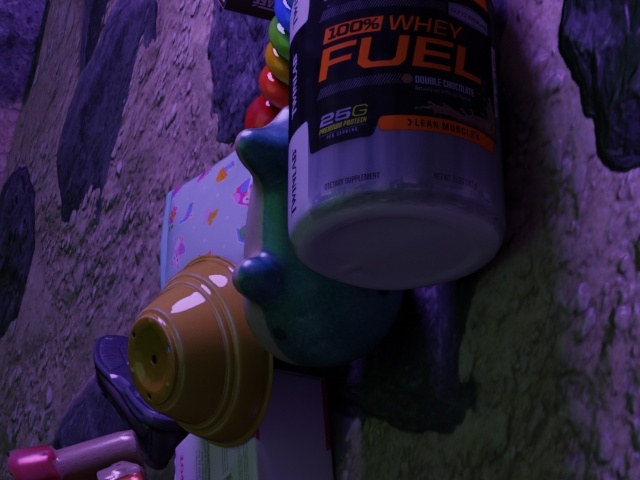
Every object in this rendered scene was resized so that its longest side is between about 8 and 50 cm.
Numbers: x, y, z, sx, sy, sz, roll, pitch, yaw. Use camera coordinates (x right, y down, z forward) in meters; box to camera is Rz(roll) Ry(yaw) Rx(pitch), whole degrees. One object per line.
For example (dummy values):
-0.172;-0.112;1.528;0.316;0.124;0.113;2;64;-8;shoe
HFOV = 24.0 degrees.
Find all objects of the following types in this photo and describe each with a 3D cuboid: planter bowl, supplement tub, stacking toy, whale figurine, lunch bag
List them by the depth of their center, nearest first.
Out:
0.072;-0.139;1.470;0.207;0.207;0.338;-41;43;54;supplement tub
0.000;0.000;1.554;0.141;0.216;0.272;2;113;40;whale figurine
-0.150;0.127;1.658;0.217;0.090;0.217;8;101;51;planter bowl
-0.083;0.037;1.765;0.223;0.160;0.262;-31;46;46;lunch bag
-0.009;-0.235;1.823;0.141;0.141;0.330;-107;29;-48;stacking toy

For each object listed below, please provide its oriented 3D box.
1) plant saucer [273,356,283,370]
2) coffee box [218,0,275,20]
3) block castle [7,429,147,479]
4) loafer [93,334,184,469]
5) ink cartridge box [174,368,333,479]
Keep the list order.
-0.086;0.171;1.901;0.168;0.029;0.168;-39;46;55;plant saucer
-0.031;-0.405;1.912;0.098;0.141;0.246;-117;44;-55;coffee box
-0.254;0.468;1.743;0.453;0.213;0.303;-113;9;-47;block castle
-0.274;0.232;2.210;0.302;0.109;0.095;42;121;60;loafer
-0.081;0.278;1.749;0.237;0.100;0.172;-49;37;48;ink cartridge box
